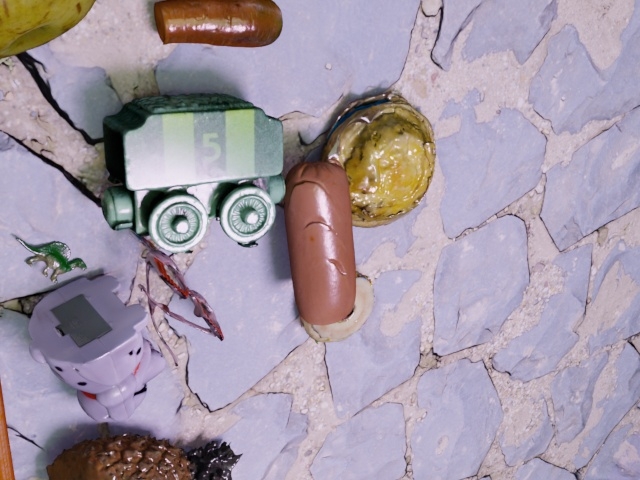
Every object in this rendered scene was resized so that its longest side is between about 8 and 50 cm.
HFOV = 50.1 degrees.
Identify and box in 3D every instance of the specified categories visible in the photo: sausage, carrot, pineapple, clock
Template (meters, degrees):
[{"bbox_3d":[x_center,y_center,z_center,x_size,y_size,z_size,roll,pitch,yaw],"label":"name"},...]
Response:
[{"bbox_3d":[-0.549,0.320,1.139,0.053,0.053,0.348,-10,118,-29],"label":"sausage"},{"bbox_3d":[-0.152,-0.335,1.041,0.193,0.087,0.087,-9,118,-30],"label":"carrot"},{"bbox_3d":[-0.311,0.452,1.295,0.362,0.202,0.202,5,111,-50],"label":"pineapple"},{"bbox_3d":[-0.356,0.208,1.143,0.189,0.189,0.254,-27,136,-19],"label":"clock"},{"bbox_3d":[0.000,-0.001,1.230,0.121,0.121,0.304,-17,118,-25],"label":"sausage"}]

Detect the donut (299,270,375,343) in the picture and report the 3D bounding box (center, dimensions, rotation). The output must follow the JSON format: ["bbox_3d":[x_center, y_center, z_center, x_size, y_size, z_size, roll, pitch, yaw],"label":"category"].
[{"bbox_3d":[0.031,0.130,1.408,0.174,0.068,0.175,-17,124,-27],"label":"donut"}]

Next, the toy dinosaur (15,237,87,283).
[{"bbox_3d":[-0.431,0.024,1.087,0.120,0.029,0.060,47,69,-34],"label":"toy dinosaur"}]

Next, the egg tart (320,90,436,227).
[{"bbox_3d":[0.129,-0.142,1.305,0.290,0.107,0.291,-15,121,-27],"label":"egg tart"}]

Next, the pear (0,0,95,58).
[{"bbox_3d":[-0.389,-0.348,0.776,0.283,0.283,0.284,-15,121,-26],"label":"pear"}]

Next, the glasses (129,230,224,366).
[{"bbox_3d":[-0.251,0.100,1.157,0.095,0.162,0.255,-31,124,-1],"label":"glasses"}]

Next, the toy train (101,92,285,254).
[{"bbox_3d":[-0.193,-0.110,1.082,0.299,0.167,0.238,-11,113,-29],"label":"toy train"}]
